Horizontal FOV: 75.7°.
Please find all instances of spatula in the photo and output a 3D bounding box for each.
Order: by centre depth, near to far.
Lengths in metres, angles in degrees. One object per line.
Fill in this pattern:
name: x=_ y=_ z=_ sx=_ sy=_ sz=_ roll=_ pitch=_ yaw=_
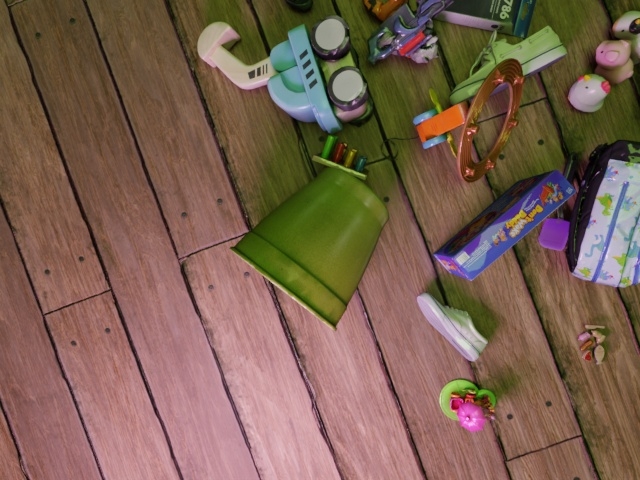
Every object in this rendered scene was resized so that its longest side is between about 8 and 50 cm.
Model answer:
spatula: x=0.731 y=-0.120 z=1.245 sx=0.084 sy=0.030 sz=0.297 roll=11 pitch=92 yaw=4

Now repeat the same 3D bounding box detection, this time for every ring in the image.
ring: x=0.474 y=-0.314 z=1.122 sx=0.032 sy=0.336 sz=0.337 roll=30 pitch=93 yaw=35

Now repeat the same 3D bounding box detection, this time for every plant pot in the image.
plant pot: x=0.000 y=0.000 z=1.157 sx=0.366 sy=0.366 sz=0.353 roll=37 pitch=81 yaw=2

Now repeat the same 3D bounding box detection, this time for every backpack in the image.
backpack: x=0.802 y=-0.052 z=1.121 sx=0.273 sy=0.290 sz=0.356 roll=29 pitch=99 yaw=21

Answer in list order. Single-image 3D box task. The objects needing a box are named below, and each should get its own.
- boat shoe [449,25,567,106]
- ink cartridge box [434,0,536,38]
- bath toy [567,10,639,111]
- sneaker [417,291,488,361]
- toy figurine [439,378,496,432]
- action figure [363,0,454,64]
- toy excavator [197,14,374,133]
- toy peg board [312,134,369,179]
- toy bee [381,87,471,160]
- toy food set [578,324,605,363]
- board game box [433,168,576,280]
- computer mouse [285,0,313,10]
boat shoe: x=0.521 y=-0.526 z=1.198 sx=0.366 sy=0.136 sz=0.157 roll=-26 pitch=90 yaw=1
ink cartridge box: x=0.487 y=-0.730 z=1.232 sx=0.332 sy=0.065 sz=0.166 roll=13 pitch=91 yaw=2
bath toy: x=0.863 y=-0.532 z=1.181 sx=0.151 sy=0.129 sz=0.348 roll=41 pitch=94 yaw=1
sneaker: x=0.401 y=0.244 z=1.252 sx=0.091 sy=0.094 sz=0.258 roll=-43 pitch=93 yaw=-15
toy figurine: x=0.455 y=0.500 z=1.209 sx=0.173 sy=0.159 sz=0.130 roll=2 pitch=91 yaw=3
action figure: x=0.272 y=-0.680 z=1.189 sx=0.341 sy=0.178 sz=0.330 roll=-21 pitch=96 yaw=32
toy excavator: x=-0.110 y=-0.492 z=1.212 sx=0.444 sy=0.222 sz=0.433 roll=-19 pitch=89 yaw=12
toy peg board: x=0.074 y=-0.250 z=1.207 sx=0.160 sy=0.161 sz=0.079 roll=21 pitch=108 yaw=3
toy bee: x=0.333 y=-0.340 z=1.193 sx=0.162 sy=0.298 sz=0.196 roll=-28 pitch=118 yaw=-34
toy food set: x=0.824 y=0.314 z=1.256 sx=0.077 sy=0.019 sz=0.122 roll=3 pitch=99 yaw=4
board game box: x=0.497 y=-0.041 z=1.159 sx=0.347 sy=0.233 sz=0.078 roll=-41 pitch=88 yaw=4
computer mouse: x=-0.121 y=-0.791 z=1.282 sx=0.242 sy=0.041 sz=0.071 roll=42 pitch=84 yaw=8
